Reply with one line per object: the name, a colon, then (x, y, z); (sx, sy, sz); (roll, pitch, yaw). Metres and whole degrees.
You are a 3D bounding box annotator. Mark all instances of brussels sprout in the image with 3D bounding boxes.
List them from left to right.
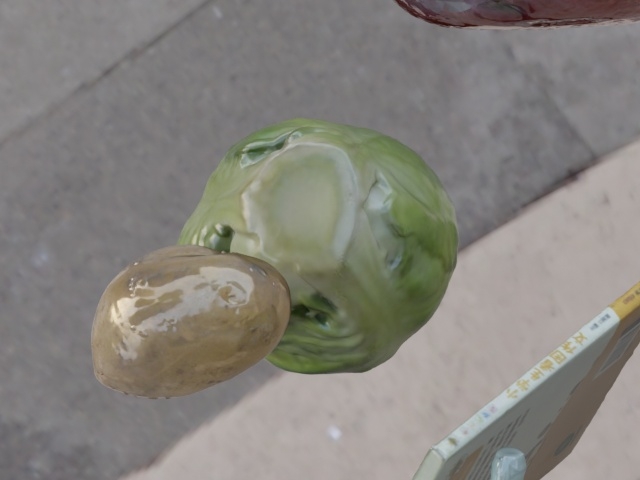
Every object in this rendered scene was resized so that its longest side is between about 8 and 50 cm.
brussels sprout: (0.000, 0.000, 1.435); (0.219, 0.271, 0.210); (33, 83, 8)

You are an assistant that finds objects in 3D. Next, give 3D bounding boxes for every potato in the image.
potato: (-0.092, 0.054, 1.223); (0.147, 0.112, 0.112); (-13, 57, 12)

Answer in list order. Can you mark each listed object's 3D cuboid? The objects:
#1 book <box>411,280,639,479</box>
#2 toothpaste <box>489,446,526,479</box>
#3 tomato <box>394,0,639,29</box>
book: (0.130, 0.143, 1.207); (0.020, 0.208, 0.295); (40, 43, 19)
toothpaste: (0.102, 0.248, 1.073); (0.037, 0.067, 0.255); (10, 106, 22)
tomato: (0.084, -0.145, 0.850); (0.099, 0.189, 0.173); (-59, 19, -23)
